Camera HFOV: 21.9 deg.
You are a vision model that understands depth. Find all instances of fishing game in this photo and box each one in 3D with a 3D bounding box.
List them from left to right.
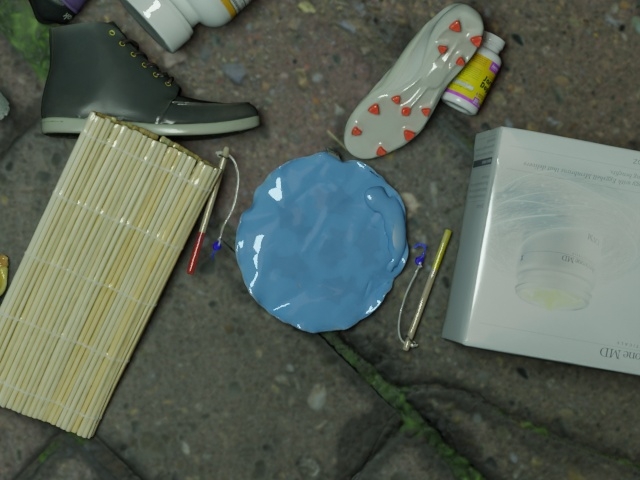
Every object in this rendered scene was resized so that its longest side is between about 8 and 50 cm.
[{"bbox_3d":[0.000,0.000,1.717,0.264,0.041,0.189,16,88,-14],"label":"fishing game"}]

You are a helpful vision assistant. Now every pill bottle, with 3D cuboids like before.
[{"bbox_3d":[-0.102,-0.289,1.668,0.208,0.117,0.117,-44,94,-5],"label":"pill bottle"},{"bbox_3d":[0.161,-0.176,1.731,0.043,0.043,0.083,27,87,-5],"label":"pill bottle"}]

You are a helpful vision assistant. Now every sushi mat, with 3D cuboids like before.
[{"bbox_3d":[-0.226,0.037,1.650,0.151,0.019,0.317,22,99,-25],"label":"sushi mat"}]

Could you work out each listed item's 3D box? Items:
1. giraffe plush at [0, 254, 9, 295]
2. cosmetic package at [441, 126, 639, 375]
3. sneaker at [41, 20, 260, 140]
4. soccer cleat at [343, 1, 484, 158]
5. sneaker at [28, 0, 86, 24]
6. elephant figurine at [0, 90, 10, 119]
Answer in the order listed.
[{"bbox_3d":[-0.404,0.049,1.608,0.210,0.170,0.181,30,87,-5],"label":"giraffe plush"},{"bbox_3d":[0.259,0.015,1.694,0.224,0.138,0.225,10,90,-6],"label":"cosmetic package"},{"bbox_3d":[-0.171,-0.162,1.677,0.222,0.083,0.118,1,89,-5],"label":"sneaker"},{"bbox_3d":[0.098,-0.164,1.718,0.068,0.076,0.196,37,106,-18],"label":"soccer cleat"},{"bbox_3d":[-0.349,-0.321,1.650,0.283,0.107,0.124,33,90,-5],"label":"sneaker"},{"bbox_3d":[-0.465,-0.158,1.630,0.239,0.186,0.169,-35,136,5],"label":"elephant figurine"}]
